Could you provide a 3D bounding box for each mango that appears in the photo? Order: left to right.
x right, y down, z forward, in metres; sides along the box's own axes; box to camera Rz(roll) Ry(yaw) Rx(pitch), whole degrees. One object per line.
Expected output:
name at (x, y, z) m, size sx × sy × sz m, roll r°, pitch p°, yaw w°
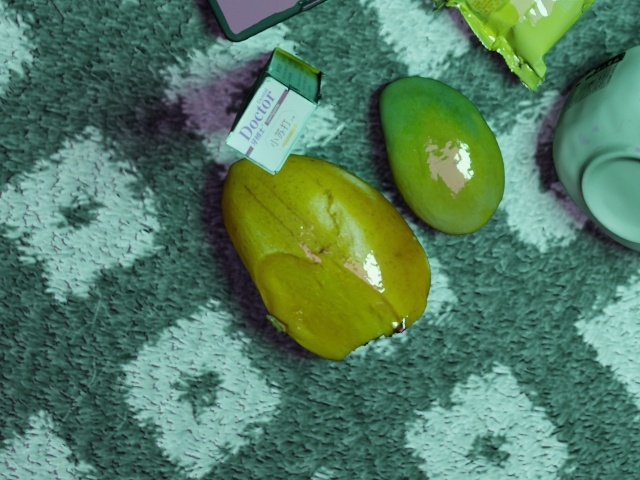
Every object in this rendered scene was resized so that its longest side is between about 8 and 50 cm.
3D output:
mango at (0.000, 0.000, 1.817) m, size 0.187 × 0.138 × 0.257 m, roll -32°, pitch 97°, yaw 24°
mango at (0.135, -0.100, 1.822) m, size 0.130 × 0.092 × 0.195 m, roll -36°, pitch 91°, yaw 9°

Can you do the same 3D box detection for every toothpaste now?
toothpaste at (-0.044, -0.142, 1.693) m, size 0.071 × 0.313 × 0.089 m, roll 32°, pitch 100°, yaw -6°

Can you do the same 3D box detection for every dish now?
dish at (0.366, -0.080, 1.746) m, size 0.256 × 0.117 × 0.256 m, roll 21°, pitch 140°, yaw 19°

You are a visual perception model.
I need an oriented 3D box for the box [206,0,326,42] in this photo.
box at (-0.034, -0.338, 1.787) m, size 0.230 × 0.050 × 0.160 m, roll -26°, pitch 100°, yaw 4°

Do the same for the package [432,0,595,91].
package at (0.247, -0.296, 1.779) m, size 0.168 × 0.090 × 0.226 m, roll 42°, pitch 95°, yaw -5°
